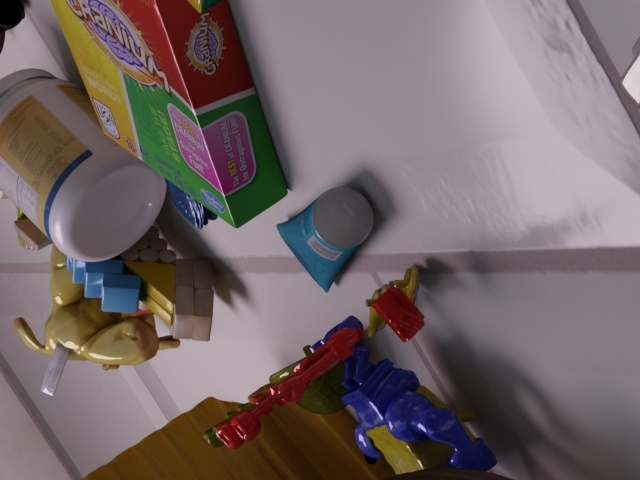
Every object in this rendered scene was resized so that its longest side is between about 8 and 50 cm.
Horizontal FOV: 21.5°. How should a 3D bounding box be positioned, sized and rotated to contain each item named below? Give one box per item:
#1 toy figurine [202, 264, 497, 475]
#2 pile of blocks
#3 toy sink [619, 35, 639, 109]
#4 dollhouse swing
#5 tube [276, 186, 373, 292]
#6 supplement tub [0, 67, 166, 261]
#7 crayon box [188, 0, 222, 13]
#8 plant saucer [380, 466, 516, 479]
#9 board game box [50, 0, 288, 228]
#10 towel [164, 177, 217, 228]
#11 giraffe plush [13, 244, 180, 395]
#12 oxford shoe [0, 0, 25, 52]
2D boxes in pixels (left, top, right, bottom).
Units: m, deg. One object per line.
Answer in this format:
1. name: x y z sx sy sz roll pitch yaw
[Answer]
1. toy figurine: 0.049 0.186 1.492 0.217 0.191 0.362 49 161 1
2. pile of blocks: -0.257 0.020 1.916 0.362 0.149 0.112 43 144 28
3. toy sink: 0.227 -0.091 0.722 0.234 0.131 0.153 51 159 11
4. dollhouse swing: -0.072 0.263 1.651 0.315 0.347 0.305 49 150 17
5. tube: 0.000 0.000 1.496 0.080 0.052 0.207 59 165 3
6. supplement tub: -0.277 -0.086 1.829 0.200 0.144 0.144 42 156 33
7. crayon box: -0.101 -0.307 1.182 0.165 0.081 0.278 49 159 17
8. plant saucer: 0.147 0.278 1.387 0.278 0.041 0.278 18 140 16
9. board game box: -0.159 -0.190 1.519 0.242 0.064 0.316 34 152 44
10. towel: -0.142 -0.070 1.720 0.067 0.029 0.119 39 155 38
11. giraffe plush: -0.252 0.096 2.072 0.181 0.210 0.170 38 -173 18
12. oxford shoe: -0.377 -0.254 1.880 0.096 0.083 0.227 45 159 14
